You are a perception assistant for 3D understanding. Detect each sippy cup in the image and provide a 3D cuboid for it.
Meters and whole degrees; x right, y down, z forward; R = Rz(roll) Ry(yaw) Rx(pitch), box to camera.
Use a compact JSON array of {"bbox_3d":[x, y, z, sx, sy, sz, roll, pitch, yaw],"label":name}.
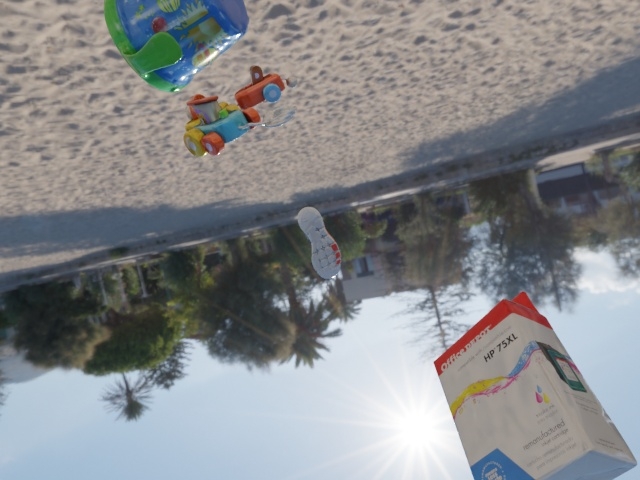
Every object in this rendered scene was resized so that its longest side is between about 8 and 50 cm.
[{"bbox_3d":[-0.282,-0.465,0.973,0.224,0.306,0.240,-17,166,23],"label":"sippy cup"}]

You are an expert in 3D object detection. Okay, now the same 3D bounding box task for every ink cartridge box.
[{"bbox_3d":[0.215,0.166,0.527,0.078,0.231,0.134,23,121,-23],"label":"ink cartridge box"}]

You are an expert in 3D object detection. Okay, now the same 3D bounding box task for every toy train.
[{"bbox_3d":[-0.079,-0.136,0.446,0.125,0.046,0.166,-26,-153,3],"label":"toy train"}]

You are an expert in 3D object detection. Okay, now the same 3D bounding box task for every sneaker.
[{"bbox_3d":[0.000,0.000,0.948,0.061,0.158,0.065,-18,-166,0],"label":"sneaker"}]
